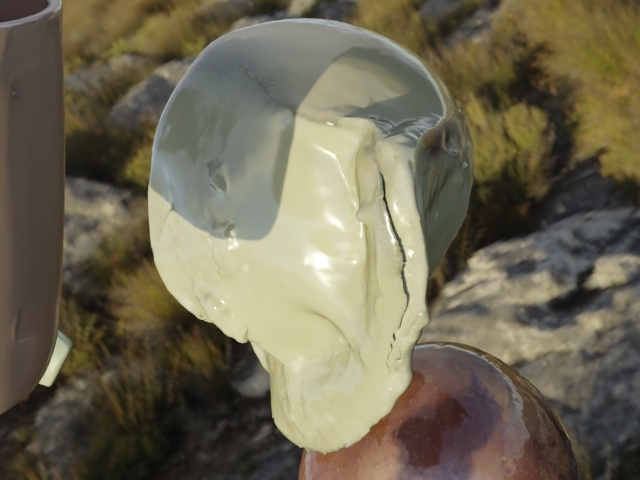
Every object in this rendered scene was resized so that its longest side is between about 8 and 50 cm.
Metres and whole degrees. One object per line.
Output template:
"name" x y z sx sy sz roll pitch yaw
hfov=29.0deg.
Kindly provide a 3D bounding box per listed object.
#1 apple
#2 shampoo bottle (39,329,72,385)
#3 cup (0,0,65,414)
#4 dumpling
"apple" 0.115 0.257 1.222 0.305 0.306 0.235 -23 6 17
"shampoo bottle" -0.385 0.092 1.393 0.072 0.212 0.049 -62 9 15
"cup" -0.222 -0.008 0.579 0.191 0.200 0.253 3 19 3
"dumpling" 0.000 0.000 0.903 0.233 0.316 0.395 -6 16 -22
